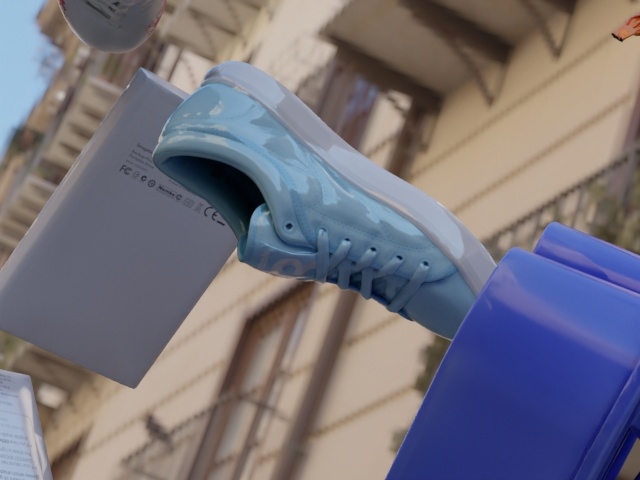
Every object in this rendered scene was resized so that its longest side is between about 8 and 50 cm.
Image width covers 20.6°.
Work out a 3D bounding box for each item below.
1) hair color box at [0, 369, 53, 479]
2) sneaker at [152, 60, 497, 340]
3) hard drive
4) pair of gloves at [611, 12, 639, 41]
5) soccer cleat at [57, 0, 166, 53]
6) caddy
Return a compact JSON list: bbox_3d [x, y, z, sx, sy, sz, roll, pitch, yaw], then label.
[{"bbox_3d":[-0.390,0.329,2.002,0.114,0.374,0.185,-29,-27,25],"label":"hair color box"},{"bbox_3d":[0.000,0.000,1.613,0.366,0.150,0.135,37,-31,9],"label":"sneaker"},{"bbox_3d":[-0.191,-0.007,1.849,0.203,0.307,0.040,29,14,-33],"label":"hard drive"},{"bbox_3d":[0.369,-0.227,1.933,0.083,0.074,0.010,40,-25,42],"label":"pair of gloves"},{"bbox_3d":[-0.194,-0.264,1.631,0.116,0.143,0.331,9,-37,-7],"label":"soccer cleat"},{"bbox_3d":[0.175,0.152,1.295,0.179,0.341,0.241,30,20,15],"label":"caddy"}]
